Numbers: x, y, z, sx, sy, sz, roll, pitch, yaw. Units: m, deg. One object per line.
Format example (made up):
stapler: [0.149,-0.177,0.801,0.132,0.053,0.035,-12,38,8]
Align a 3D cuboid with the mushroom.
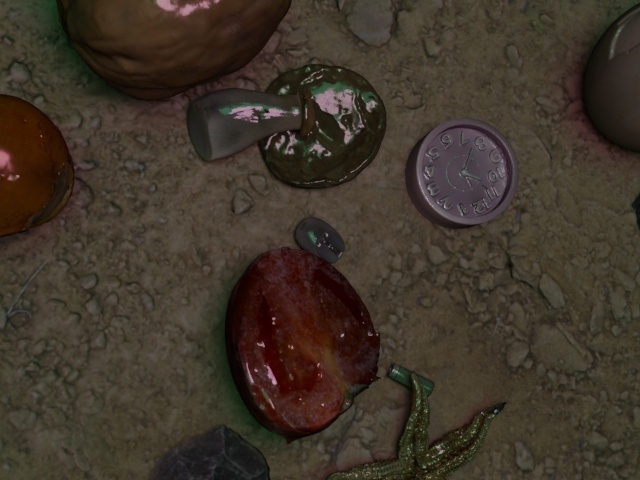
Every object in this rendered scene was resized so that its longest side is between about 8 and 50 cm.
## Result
mushroom: [-0.121,-0.214,1.190,0.225,0.093,0.116,-16,98,-3]

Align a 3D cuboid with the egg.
egg: [0.627,-0.301,1.217,0.279,0.336,0.278,1,80,-5]

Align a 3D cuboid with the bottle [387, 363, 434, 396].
bottle: [0.161,0.249,1.232,0.083,0.030,0.030,27,81,-5]

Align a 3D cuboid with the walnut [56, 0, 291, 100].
walnut: [-0.235,-0.405,1.083,0.382,0.381,0.381,1,84,-10]

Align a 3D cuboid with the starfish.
starfish: [0.157,0.401,1.192,0.358,0.078,0.347,8,84,-9]

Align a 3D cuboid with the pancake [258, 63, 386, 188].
pancake: [-0.004,-0.206,1.240,0.242,0.050,0.241,0,82,-2]

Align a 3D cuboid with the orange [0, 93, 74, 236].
orange: [-0.504,-0.109,1.050,0.240,0.240,0.239,1,84,-10]

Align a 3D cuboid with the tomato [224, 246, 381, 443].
tomato: [-0.061,0.178,1.134,0.309,0.170,0.308,21,50,-27]

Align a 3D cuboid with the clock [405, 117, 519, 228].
clock: [0.260,-0.122,1.266,0.197,0.068,0.196,1,85,-10]

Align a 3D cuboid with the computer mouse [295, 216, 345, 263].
computer mouse: [0.000,-0.001,1.223,0.096,0.039,0.066,39,80,-5]
